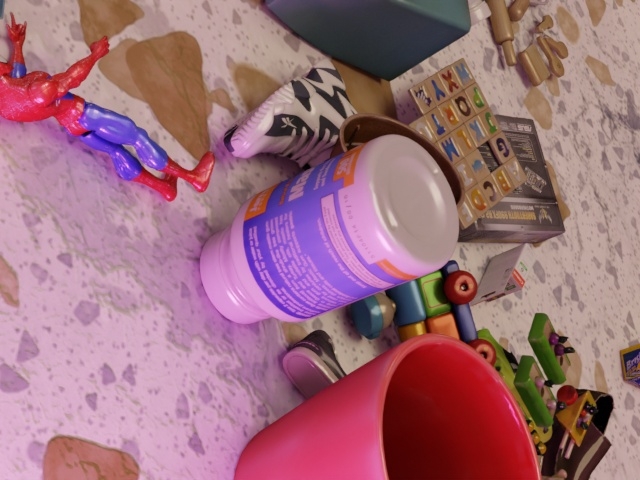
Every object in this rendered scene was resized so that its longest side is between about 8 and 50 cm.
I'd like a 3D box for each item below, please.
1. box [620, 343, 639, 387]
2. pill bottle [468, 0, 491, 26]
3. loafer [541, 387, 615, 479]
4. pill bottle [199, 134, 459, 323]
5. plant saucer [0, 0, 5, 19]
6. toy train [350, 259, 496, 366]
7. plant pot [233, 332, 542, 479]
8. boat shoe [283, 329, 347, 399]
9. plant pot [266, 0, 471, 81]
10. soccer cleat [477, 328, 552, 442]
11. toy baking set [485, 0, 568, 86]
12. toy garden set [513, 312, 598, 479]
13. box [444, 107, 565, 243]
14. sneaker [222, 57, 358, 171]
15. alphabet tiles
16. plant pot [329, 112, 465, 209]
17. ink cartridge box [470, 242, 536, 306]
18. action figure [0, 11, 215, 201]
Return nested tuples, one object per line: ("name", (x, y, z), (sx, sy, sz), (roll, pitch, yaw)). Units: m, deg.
("box", (0.542, 0.208, 2.243), (0.169, 0.059, 0.054), (23, 53, -42))
("pill bottle", (0.192, -0.378, 2.114), (0.137, 0.078, 0.078), (60, 38, -9))
("loafer", (0.355, 0.281, 1.970), (0.080, 0.078, 0.220), (47, 42, -24))
("pill bottle", (0.000, 0.000, 1.538), (0.152, 0.272, 0.152), (25, 54, -41))
("plant saucer", (-0.353, -0.319, 1.492), (0.067, 0.018, 0.192), (25, 53, -40))
("toy train", (0.134, 0.160, 1.752), (0.143, 0.105, 0.248), (-16, 91, -21))
("plant pot", (0.058, 0.261, 1.498), (0.275, 0.243, 0.275), (26, 53, -41))
("boat shoe", (0.041, 0.190, 1.653), (0.206, 0.075, 0.065), (52, 43, -11))
("plant pot", (0.049, -0.339, 1.863), (0.234, 0.166, 0.165), (13, 62, -39))
("soccer cleat", (0.259, 0.194, 1.923), (0.179, 0.060, 0.072), (54, 27, -15))
("toy baking set", (0.325, -0.364, 2.308), (0.197, 0.030, 0.256), (-2, 74, -53))
("toy garden set", (0.296, 0.250, 1.839), (0.204, 0.049, 0.244), (58, 45, -43))
("box", (0.246, -0.089, 2.047), (0.231, 0.056, 0.183), (0, 72, -49))
("sneaker", (-0.011, -0.116, 1.727), (0.153, 0.094, 0.235), (52, 29, -4))
("alphabet tiles", (0.185, -0.129, 1.946), (0.237, 0.009, 0.198), (-35, 98, -50))
("plant pot", (0.057, -0.035, 1.683), (0.167, 0.165, 0.167), (22, 36, -17))
("ink cartridge box", (0.253, 0.055, 1.977), (0.029, 0.063, 0.115), (50, 41, -17))
("action figure", (-0.235, -0.154, 1.490), (0.280, 0.091, 0.139), (25, 60, -41))
